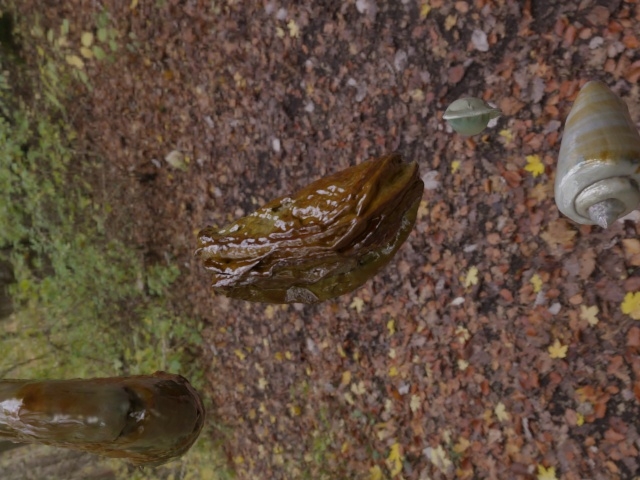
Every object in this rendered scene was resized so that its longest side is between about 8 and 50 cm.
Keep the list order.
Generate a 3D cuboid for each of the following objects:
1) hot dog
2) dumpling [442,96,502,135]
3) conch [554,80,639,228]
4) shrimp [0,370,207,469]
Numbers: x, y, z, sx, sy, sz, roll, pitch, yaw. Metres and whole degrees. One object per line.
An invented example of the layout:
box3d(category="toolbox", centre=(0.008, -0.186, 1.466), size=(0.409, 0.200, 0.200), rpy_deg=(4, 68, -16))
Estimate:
box3d(category="hot dog", centre=(-0.001, 0.003, 0.647), size=(0.258, 0.175, 0.114), rpy_deg=(-20, 70, 15))
box3d(category="dumpling", centre=(0.179, -0.145, 0.684), size=(0.059, 0.077, 0.043), rpy_deg=(4, 76, 44))
box3d(category="conch", centre=(0.435, -0.137, 0.894), size=(0.127, 0.158, 0.255), rpy_deg=(137, 140, -73))
box3d(category="shrimp", centre=(-0.153, 0.129, 0.427), size=(0.294, 0.153, 0.062), rpy_deg=(98, 176, -67))
